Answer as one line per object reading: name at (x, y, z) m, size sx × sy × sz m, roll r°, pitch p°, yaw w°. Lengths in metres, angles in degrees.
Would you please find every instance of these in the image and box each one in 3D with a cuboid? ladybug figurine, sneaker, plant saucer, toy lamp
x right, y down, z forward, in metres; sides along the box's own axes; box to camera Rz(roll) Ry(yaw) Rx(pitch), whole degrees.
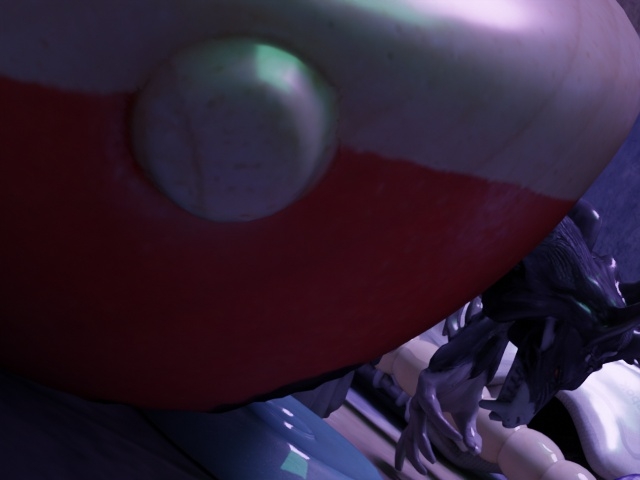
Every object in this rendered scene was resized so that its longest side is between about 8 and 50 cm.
ladybug figurine at (-0.060, -0.068, 0.560) m, size 0.305 × 0.161 × 0.449 m, roll 16°, pitch 14°, yaw -10°
sneaker at (0.069, 0.057, 0.936) m, size 0.292 × 0.110 × 0.118 m, roll 24°, pitch 40°, yaw 21°
plant saucer at (-0.017, 0.070, 0.590) m, size 0.119 × 0.021 × 0.119 m, roll 36°, pitch 4°, yaw -3°
toy lamp at (0.057, 0.069, 0.840) m, size 0.275 × 0.080 × 0.080 m, roll 37°, pitch 4°, yaw 33°

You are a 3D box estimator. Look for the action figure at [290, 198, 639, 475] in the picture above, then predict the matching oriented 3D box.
action figure at (0.038, 0.031, 0.728) m, size 0.276 × 0.141 × 0.164 m, roll 18°, pitch -12°, yaw 43°
